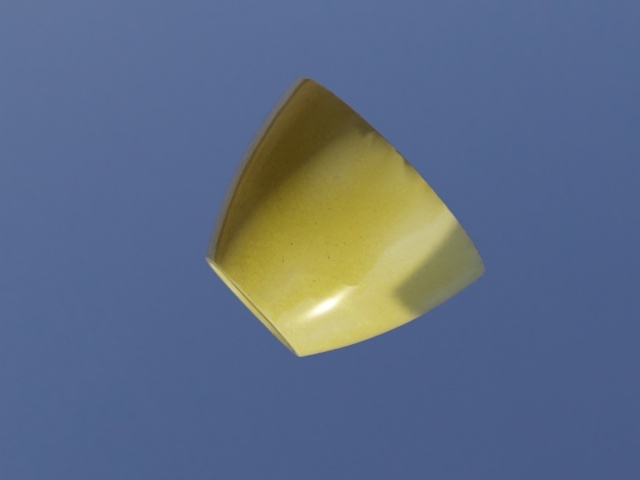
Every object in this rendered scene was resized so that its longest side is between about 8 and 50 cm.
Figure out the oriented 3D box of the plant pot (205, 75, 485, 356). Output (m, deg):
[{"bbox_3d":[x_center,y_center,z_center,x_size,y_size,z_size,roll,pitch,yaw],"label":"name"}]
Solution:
[{"bbox_3d":[0.000,0.000,0.848,0.095,0.134,0.134,-43,-133,-6],"label":"plant pot"}]
